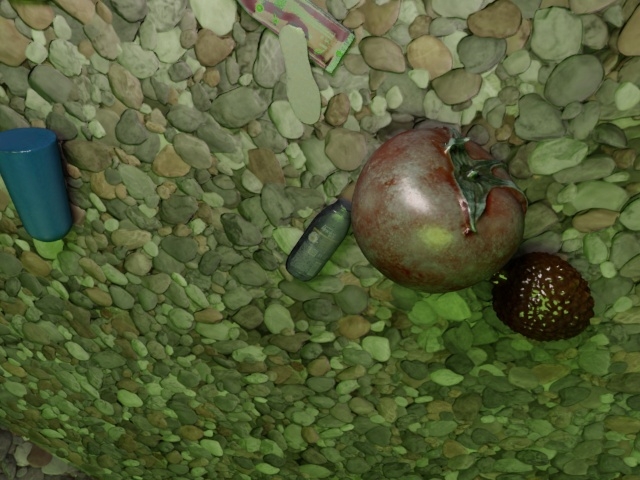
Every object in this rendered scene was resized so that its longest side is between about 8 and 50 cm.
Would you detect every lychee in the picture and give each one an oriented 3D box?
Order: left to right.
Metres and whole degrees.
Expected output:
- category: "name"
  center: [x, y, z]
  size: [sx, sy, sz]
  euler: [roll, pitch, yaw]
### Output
- category: "lychee"
  center: [0.466, 0.118, 0.963]
  size: [0.238, 0.200, 0.200]
  euler: [31, 122, 1]

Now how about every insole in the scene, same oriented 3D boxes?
- category: "insole"
  center: [-0.041, -0.317, 0.871]
  size: [0.066, 0.004, 0.197]
  euler: [-6, 130, 11]

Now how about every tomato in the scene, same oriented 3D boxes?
- category: "tomato"
  center: [0.211, -0.056, 0.829]
  size: [0.317, 0.316, 0.282]
  euler: [26, 137, -6]

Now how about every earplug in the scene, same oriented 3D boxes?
- category: "earplug"
  center: [-0.669, -0.115, 1.061]
  size: [0.133, 0.132, 0.272]
  euler: [10, 126, 4]

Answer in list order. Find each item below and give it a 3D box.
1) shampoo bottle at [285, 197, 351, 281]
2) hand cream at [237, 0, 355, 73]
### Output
- category: "shampoo bottle"
  center: [0.000, 0.000, 1.050]
  size: [0.087, 0.049, 0.233]
  euler: [31, 121, -7]
- category: "hand cream"
  center: [-0.069, -0.422, 0.813]
  size: [0.275, 0.050, 0.079]
  euler: [30, 147, -15]
